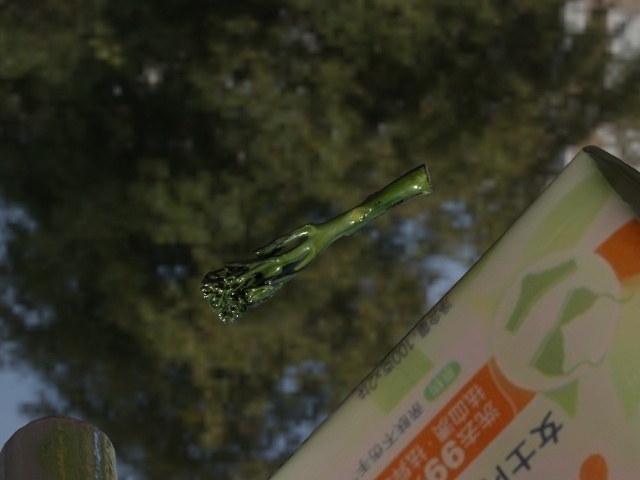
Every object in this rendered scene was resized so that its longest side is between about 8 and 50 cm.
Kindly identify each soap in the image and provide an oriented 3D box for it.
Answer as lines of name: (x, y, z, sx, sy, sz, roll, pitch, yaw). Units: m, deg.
soap: (0.105, 0.103, 0.653, 0.138, 0.199, 0.182, 32, -164, -41)

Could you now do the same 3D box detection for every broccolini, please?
broccolini: (0.000, 0.000, 1.007, 0.140, 0.030, 0.035, -31, 172, 14)

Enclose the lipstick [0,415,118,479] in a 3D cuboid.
lipstick: (-0.130, 0.218, 1.005, 0.076, 0.076, 0.304, -2, -144, -10)
